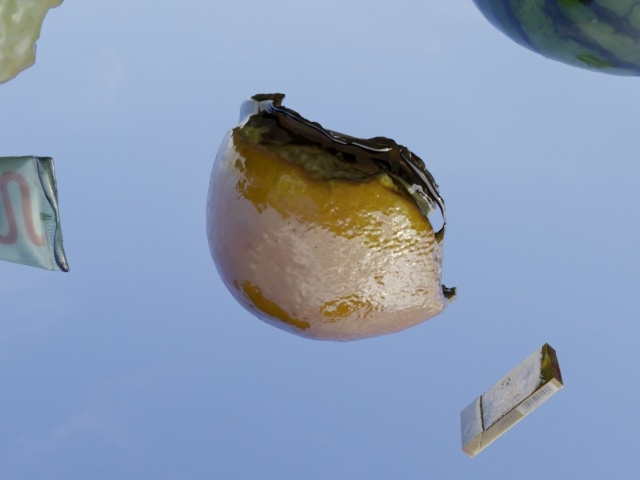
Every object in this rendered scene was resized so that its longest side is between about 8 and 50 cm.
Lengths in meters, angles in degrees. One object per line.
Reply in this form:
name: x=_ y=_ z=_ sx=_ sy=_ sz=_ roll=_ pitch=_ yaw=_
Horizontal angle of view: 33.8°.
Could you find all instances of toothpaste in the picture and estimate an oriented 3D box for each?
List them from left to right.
toothpaste: x=-0.209 y=-0.021 z=0.487 sx=0.205 sy=0.056 sz=0.036 roll=6 pitch=-150 yaw=18

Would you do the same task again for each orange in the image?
orange: x=0.000 y=0.000 z=0.579 sx=0.170 sy=0.160 sz=0.112 roll=47 pitch=-113 yaw=-17

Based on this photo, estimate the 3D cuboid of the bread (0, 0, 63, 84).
bread: x=-0.216 y=-0.181 z=0.409 sx=0.252 sy=0.238 sz=0.196 roll=39 pitch=-139 yaw=11

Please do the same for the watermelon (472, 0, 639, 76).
watermelon: x=0.214 y=-0.286 z=0.804 sx=0.330 sy=0.331 sz=0.189 roll=36 pitch=-143 yaw=28

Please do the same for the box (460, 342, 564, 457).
box: x=0.239 y=0.202 z=1.337 sx=0.022 sy=0.156 sz=0.089 roll=42 pitch=-157 yaw=-12
